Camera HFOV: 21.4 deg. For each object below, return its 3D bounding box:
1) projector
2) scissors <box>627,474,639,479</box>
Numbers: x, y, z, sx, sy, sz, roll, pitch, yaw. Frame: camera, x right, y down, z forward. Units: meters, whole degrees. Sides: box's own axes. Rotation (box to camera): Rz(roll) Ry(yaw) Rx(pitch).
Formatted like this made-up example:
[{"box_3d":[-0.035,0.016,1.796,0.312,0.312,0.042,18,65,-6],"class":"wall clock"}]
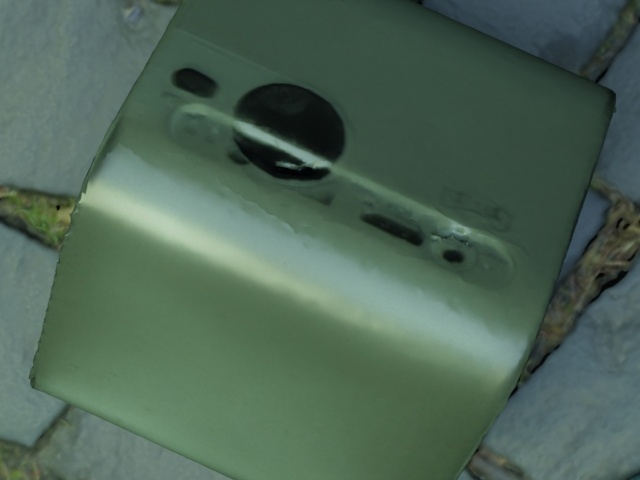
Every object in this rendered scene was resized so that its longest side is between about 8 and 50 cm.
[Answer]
[{"box_3d":[0.000,0.000,0.987,0.249,0.249,0.248,25,140,1],"class":"projector"},{"box_3d":[0.111,0.213,1.113,0.360,0.029,0.191,8,57,15],"class":"scissors"}]
